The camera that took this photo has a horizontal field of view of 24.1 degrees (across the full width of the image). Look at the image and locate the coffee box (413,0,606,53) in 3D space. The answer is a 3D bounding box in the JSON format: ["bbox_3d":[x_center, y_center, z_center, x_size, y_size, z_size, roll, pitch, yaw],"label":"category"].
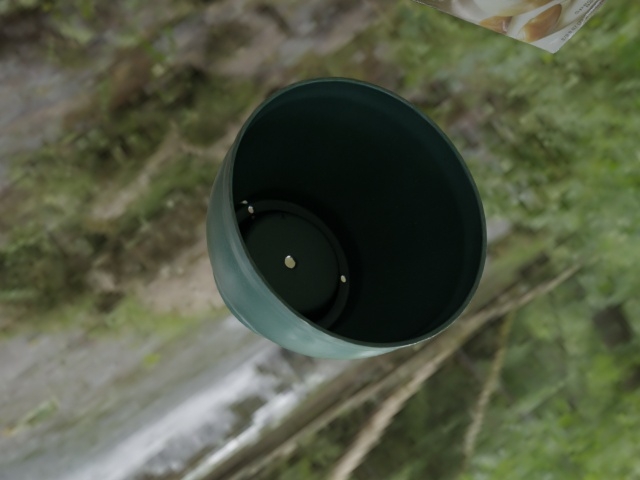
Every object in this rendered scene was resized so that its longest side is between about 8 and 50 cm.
[{"bbox_3d":[0.099,-0.208,0.874,0.141,0.098,0.246,-47,151,25],"label":"coffee box"}]

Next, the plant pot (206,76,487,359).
[{"bbox_3d":[0.000,0.000,1.578,0.293,0.293,0.196,-34,178,-34],"label":"plant pot"}]
